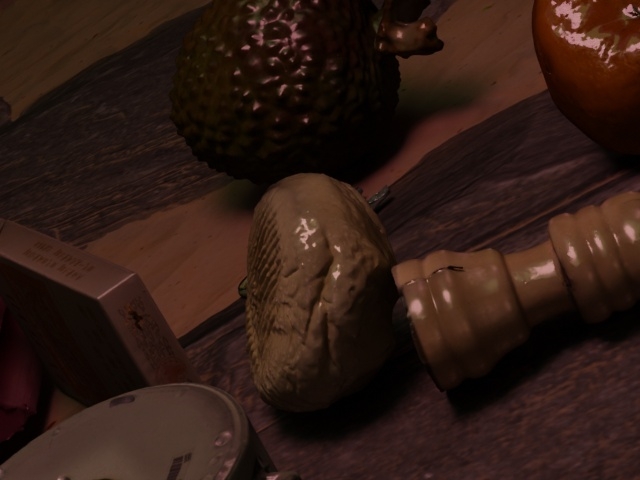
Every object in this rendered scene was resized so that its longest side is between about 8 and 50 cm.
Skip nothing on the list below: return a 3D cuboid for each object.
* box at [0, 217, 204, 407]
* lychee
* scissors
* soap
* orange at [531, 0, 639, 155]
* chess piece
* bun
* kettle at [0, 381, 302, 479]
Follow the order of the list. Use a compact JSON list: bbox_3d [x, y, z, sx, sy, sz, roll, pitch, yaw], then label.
[{"bbox_3d":[-0.221,0.092,1.720,0.051,0.204,0.365,-37,24,-19],"label":"box"},{"bbox_3d":[-0.023,-0.199,2.032,0.320,0.270,0.270,-20,22,-6],"label":"lychee"},{"bbox_3d":[0.000,0.000,1.892,0.187,0.020,0.133,-44,23,-28],"label":"scissors"},{"bbox_3d":[-0.377,0.164,1.873,0.162,0.099,0.250,-32,22,8],"label":"soap"},{"bbox_3d":[0.331,-0.193,1.705,0.249,0.249,0.183,-17,-16,27],"label":"orange"},{"bbox_3d":[0.222,0.020,1.495,0.307,0.124,0.139,-22,-16,8],"label":"chess piece"},{"bbox_3d":[0.007,0.047,1.587,0.134,0.220,0.220,3,18,-14],"label":"bun"},{"bbox_3d":[-0.038,0.251,1.032,0.265,0.318,0.205,-31,22,-6],"label":"kettle"}]
